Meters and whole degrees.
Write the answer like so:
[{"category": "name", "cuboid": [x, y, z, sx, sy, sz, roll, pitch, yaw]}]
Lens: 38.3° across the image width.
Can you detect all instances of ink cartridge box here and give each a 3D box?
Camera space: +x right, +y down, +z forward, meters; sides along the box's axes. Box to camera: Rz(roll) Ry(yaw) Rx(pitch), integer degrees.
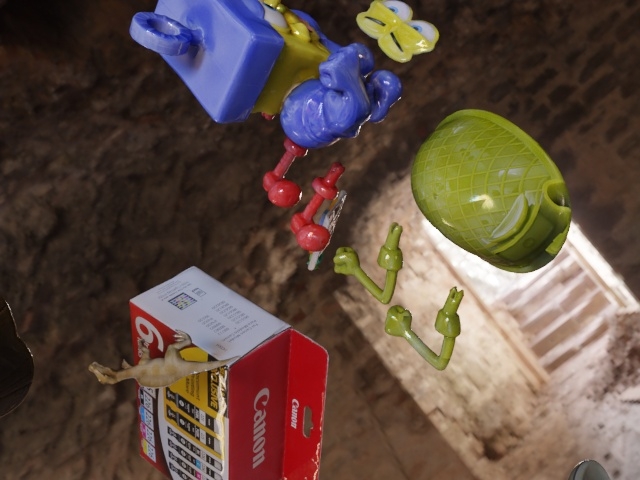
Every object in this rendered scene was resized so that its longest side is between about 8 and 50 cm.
[{"category": "ink cartridge box", "cuboid": [-0.135, 0.239, 1.334, 0.130, 0.272, 0.309, -30, -44, -41]}]

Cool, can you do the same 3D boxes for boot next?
[{"category": "boot", "cuboid": [-0.414, 0.096, 1.063, 0.077, 0.165, 0.213, -35, -35, -33]}]

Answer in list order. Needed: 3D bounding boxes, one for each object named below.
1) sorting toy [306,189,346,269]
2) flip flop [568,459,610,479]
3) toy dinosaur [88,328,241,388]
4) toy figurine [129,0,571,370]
[{"category": "sorting toy", "cuboid": [0.000, 0.000, 0.828, 0.062, 0.012, 0.083, -61, -8, -57]}, {"category": "flip flop", "cuboid": [0.384, 0.376, 1.197, 0.080, 0.112, 0.277, -35, 5, 17]}, {"category": "toy dinosaur", "cuboid": [-0.179, 0.151, 1.106, 0.183, 0.053, 0.092, -6, 22, 3]}, {"category": "toy figurine", "cuboid": [-0.033, -0.086, 0.623, 0.217, 0.362, 0.191, 8, -54, -47]}]
